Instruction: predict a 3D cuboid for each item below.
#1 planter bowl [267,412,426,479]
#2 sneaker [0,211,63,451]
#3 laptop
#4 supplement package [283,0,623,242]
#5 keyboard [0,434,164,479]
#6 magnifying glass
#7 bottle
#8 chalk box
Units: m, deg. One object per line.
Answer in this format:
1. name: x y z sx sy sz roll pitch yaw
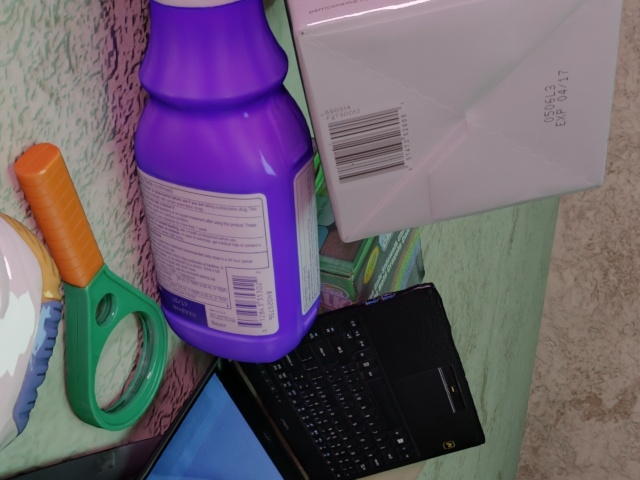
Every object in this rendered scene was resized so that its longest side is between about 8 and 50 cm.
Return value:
1. planter bowl: 0.017 0.180 0.930 0.109 0.162 0.162 14 89 -43
2. sneaker: -0.215 0.122 0.391 0.131 0.112 0.296 15 86 -51
3. laptop: 0.003 0.187 0.751 0.137 0.264 0.234 -101 171 -45
4. supplement package: 0.061 -0.176 0.619 0.177 0.175 0.293 76 3 -49
5. keyboard: -0.166 0.246 0.649 0.317 0.033 0.202 7 96 -68
6. magnifying glass: -0.145 0.036 0.594 0.231 0.026 0.092 83 29 -45
7. bottle: -0.063 -0.051 0.617 0.092 0.118 0.283 -51 146 -47
8. chalk box: 0.000 0.000 0.791 0.132 0.132 0.213 -62 153 -32
